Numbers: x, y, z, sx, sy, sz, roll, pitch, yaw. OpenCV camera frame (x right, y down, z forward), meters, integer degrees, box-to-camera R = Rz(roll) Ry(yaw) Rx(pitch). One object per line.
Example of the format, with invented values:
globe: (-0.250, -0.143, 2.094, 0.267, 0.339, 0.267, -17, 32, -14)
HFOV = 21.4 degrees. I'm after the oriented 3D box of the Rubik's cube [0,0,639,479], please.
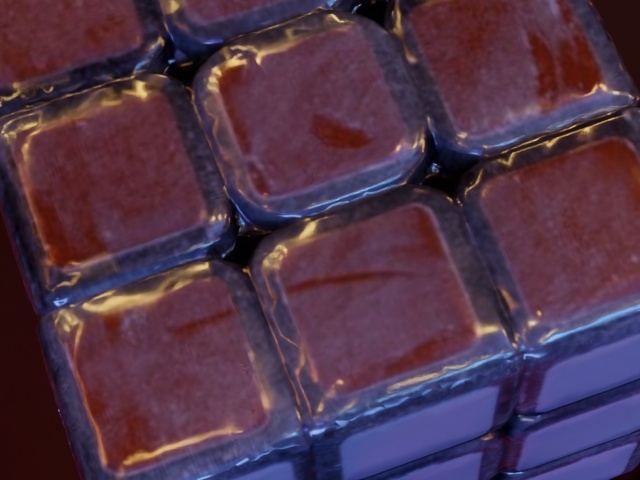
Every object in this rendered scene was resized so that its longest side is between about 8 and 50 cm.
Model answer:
Rubik's cube: (0.000, 0.000, 0.903, 0.303, 0.301, 0.305, -17, 66, -6)
